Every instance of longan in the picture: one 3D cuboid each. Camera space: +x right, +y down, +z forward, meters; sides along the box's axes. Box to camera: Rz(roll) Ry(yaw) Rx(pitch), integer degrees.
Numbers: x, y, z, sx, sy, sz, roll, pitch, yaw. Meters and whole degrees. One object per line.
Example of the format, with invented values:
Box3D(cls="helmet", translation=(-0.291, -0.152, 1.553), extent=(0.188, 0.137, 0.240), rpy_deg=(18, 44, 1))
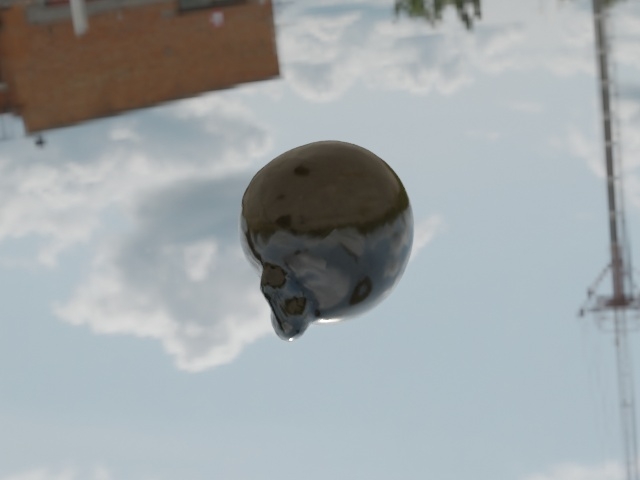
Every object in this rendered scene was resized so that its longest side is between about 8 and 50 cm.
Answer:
Box3D(cls="longan", translation=(0.000, 0.000, 0.775), extent=(0.106, 0.106, 0.119), rpy_deg=(5, -127, 38))
